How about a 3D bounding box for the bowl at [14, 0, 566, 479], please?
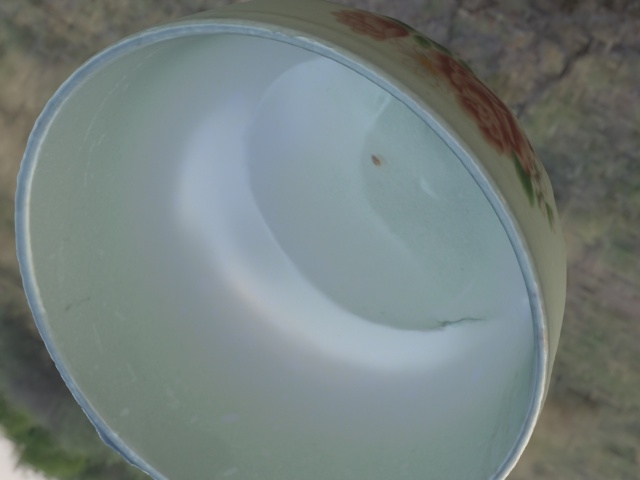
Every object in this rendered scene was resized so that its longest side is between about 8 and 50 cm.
[{"bbox_3d":[0.000,0.000,0.770,0.277,0.145,0.277,14,123,22],"label":"bowl"}]
